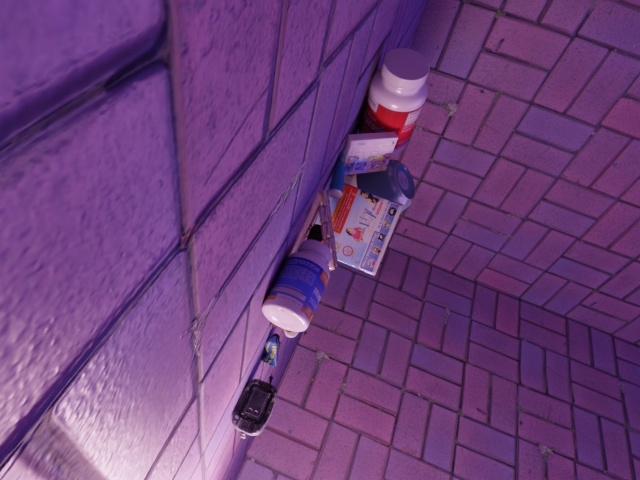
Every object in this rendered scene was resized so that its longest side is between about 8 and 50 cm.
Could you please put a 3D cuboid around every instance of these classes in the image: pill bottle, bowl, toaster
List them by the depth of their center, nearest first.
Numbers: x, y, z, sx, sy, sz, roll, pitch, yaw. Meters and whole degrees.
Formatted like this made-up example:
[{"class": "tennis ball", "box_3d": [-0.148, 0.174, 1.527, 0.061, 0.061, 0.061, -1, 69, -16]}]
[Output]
[{"class": "pill bottle", "box_3d": [-0.060, 0.132, 1.330, 0.152, 0.153, 0.271, 104, 10, -55]}, {"class": "toaster", "box_3d": [-0.246, 0.627, 1.612, 0.146, 0.129, 0.226, 111, 2, -57]}, {"class": "pill bottle", "box_3d": [0.298, -0.556, 1.740, 0.407, 0.229, 0.228, 101, 12, -62]}, {"class": "bowl", "box_3d": [0.317, -0.244, 1.944, 0.163, 0.311, 0.311, -17, -148, 37]}]

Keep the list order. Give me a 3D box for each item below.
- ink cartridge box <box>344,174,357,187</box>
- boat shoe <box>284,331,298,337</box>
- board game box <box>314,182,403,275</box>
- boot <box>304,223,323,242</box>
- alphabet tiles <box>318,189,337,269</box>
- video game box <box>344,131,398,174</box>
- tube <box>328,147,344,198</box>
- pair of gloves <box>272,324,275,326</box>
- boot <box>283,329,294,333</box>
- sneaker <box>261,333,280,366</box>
[{"class": "ink cartridge box", "box_3d": [0.151, -0.297, 2.000, 0.198, 0.067, 0.115, -68, 154, -9]}, {"class": "boat shoe", "box_3d": [-0.104, 0.360, 2.208, 0.302, 0.109, 0.094, -58, -172, -14]}, {"class": "board game box", "box_3d": [0.136, -0.054, 1.739, 0.086, 0.302, 0.307, 6, 106, -85]}, {"class": "boot", "box_3d": [0.000, 0.000, 1.603, 0.099, 0.121, 0.045, -61, 177, -25]}, {"class": "alphabet tiles", "box_3d": [0.031, -0.040, 1.544, 0.278, 0.021, 0.283, -28, 110, -81]}, {"class": "video game box", "box_3d": [0.195, -0.356, 1.748, 0.187, 0.206, 0.048, 104, -28, -50]}, {"class": "tube", "box_3d": [0.069, -0.254, 1.619, 0.080, 0.052, 0.206, 115, -13, -56]}, {"class": "pair of gloves", "box_3d": [-0.169, 0.302, 1.685, 0.074, 0.010, 0.083, 102, 10, -60]}, {"class": "boot", "box_3d": [-0.099, 0.286, 1.902, 0.261, 0.095, 0.203, 112, 4, -52]}, {"class": "sneaker", "box_3d": [-0.192, 0.450, 1.739, 0.078, 0.067, 0.188, -53, 162, -48]}]
